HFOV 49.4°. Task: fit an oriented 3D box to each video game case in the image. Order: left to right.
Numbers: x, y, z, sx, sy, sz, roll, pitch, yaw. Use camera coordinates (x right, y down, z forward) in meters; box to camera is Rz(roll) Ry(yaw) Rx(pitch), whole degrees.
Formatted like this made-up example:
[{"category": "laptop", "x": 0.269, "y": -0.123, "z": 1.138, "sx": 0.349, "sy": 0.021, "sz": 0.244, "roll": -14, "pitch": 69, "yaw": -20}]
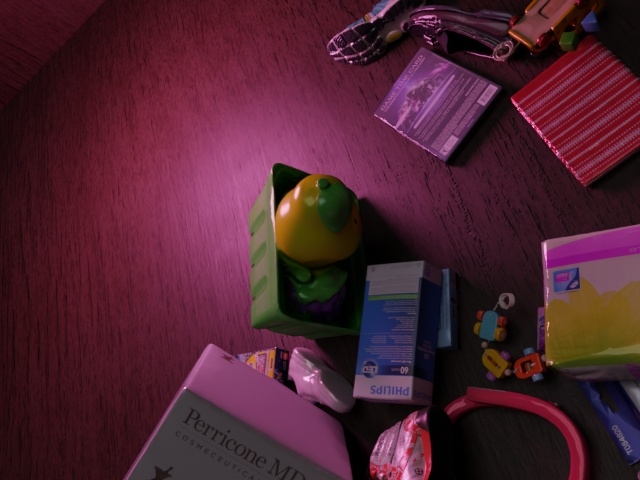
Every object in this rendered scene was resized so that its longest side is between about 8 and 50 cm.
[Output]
[{"category": "video game case", "x": 0.257, "y": -0.307, "z": 1.557, "sx": 0.196, "sy": 0.026, "sz": 0.274, "roll": -53, "pitch": 45, "yaw": 8}]

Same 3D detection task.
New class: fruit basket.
[{"category": "fruit basket", "x": 0.000, "y": 0.000, "z": 1.445, "sx": 0.392, "sy": 0.282, "sz": 0.392, "roll": -27, "pitch": 55, "yaw": 47}]

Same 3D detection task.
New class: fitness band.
[{"category": "fitness band", "x": 0.311, "y": 0.362, "z": 1.174, "sx": 0.290, "sy": 0.054, "sz": 0.209, "roll": 1, "pitch": 73, "yaw": 42}]

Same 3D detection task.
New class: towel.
[{"category": "towel", "x": 0.506, "y": -0.249, "z": 1.311, "sx": 0.199, "sy": 0.031, "sz": 0.275, "roll": -39, "pitch": 51, "yaw": 18}]

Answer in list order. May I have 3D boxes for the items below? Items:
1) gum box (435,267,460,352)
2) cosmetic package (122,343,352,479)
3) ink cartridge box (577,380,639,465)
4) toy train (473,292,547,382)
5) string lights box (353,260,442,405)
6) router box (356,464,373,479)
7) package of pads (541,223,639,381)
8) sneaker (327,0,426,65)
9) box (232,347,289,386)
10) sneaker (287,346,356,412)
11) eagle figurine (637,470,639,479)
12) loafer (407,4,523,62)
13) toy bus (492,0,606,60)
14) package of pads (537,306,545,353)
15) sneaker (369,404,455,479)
[{"category": "gum box", "x": 0.186, "y": 0.149, "z": 1.386, "sx": 0.184, "sy": 0.041, "sz": 0.157, "roll": -15, "pitch": 62, "yaw": 36}, {"category": "cosmetic package", "x": -0.186, "y": 0.463, "z": 1.273, "sx": 0.394, "sy": 0.329, "sz": 0.327, "roll": -59, "pitch": 3, "yaw": 3}, {"category": "ink cartridge box", "x": 0.510, "y": 0.196, "z": 1.082, "sx": 0.224, "sy": 0.045, "sz": 0.223, "roll": -40, "pitch": 49, "yaw": 19}, {"category": "toy train", "x": 0.339, "y": 0.183, "z": 1.227, "sx": 0.125, "sy": 0.046, "sz": 0.166, "roll": -40, "pitch": 50, "yaw": 36}, {"category": "string lights box", "x": 0.148, "y": 0.176, "z": 1.324, "sx": 0.133, "sy": 0.076, "sz": 0.260, "roll": -7, "pitch": 68, "yaw": 39}, {"category": "router box", "x": 0.016, "y": 0.567, "z": 1.197, "sx": 0.081, "sy": 0.243, "sz": 0.309, "roll": 35, "pitch": 96, "yaw": 6}, {"category": "package of pads", "x": 0.489, "y": 0.093, "z": 1.047, "sx": 0.296, "sy": 0.101, "sz": 0.229, "roll": -13, "pitch": 59, "yaw": 36}, {"category": "sneaker", "x": 0.143, "y": -0.532, "z": 1.731, "sx": 0.275, "sy": 0.107, "sz": 0.110, "roll": -26, "pitch": 35, "yaw": 24}, {"category": "box", "x": -0.146, "y": 0.365, "z": 1.553, "sx": 0.159, "sy": 0.044, "sz": 0.233, "roll": -18, "pitch": 59, "yaw": 43}, {"category": "sneaker", "x": -0.003, "y": 0.314, "z": 1.458, "sx": 0.212, "sy": 0.080, "sz": 0.094, "roll": 38, "pitch": 108, "yaw": 53}, {"category": "eagle figurine", "x": 0.530, "y": 0.404, "z": 0.858, "sx": 0.298, "sy": 0.226, "sz": 0.225, "roll": -34, "pitch": 86, "yaw": 44}, {"category": "loafer", "x": 0.307, "y": -0.452, "z": 1.531, "sx": 0.302, "sy": 0.109, "sz": 0.095, "roll": 19, "pitch": 87, "yaw": 41}, {"category": "toy bus", "x": 0.464, "y": -0.428, "z": 1.380, "sx": 0.202, "sy": 0.104, "sz": 0.191, "roll": -4, "pitch": 66, "yaw": 38}, {"category": "package of pads", "x": 0.399, "y": 0.152, "z": 1.199, "sx": 0.050, "sy": 0.031, "sz": 0.083, "roll": 140, "pitch": 141, "yaw": -65}, {"category": "sneaker", "x": 0.150, "y": 0.419, "z": 1.168, "sx": 0.145, "sy": 0.090, "sz": 0.270, "roll": -38, "pitch": 27, "yaw": 38}]
